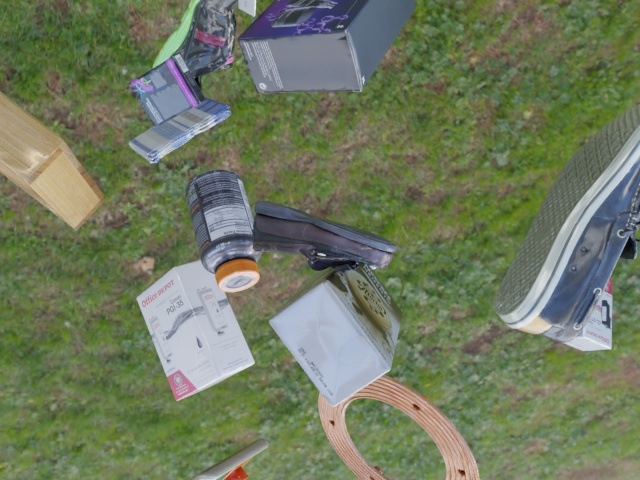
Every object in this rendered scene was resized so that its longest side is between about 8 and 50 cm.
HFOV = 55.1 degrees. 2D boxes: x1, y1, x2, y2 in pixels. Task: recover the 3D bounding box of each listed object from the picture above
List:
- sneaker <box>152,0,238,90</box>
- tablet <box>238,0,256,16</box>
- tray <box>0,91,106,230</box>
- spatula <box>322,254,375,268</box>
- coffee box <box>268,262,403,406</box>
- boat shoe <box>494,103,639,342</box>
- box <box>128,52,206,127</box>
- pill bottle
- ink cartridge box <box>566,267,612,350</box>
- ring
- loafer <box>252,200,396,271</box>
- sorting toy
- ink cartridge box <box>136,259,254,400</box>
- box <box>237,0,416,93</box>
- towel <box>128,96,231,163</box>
[{"bbox_3d":[-0.320,-0.629,1.858,0.202,0.185,0.483,37,130,-15],"label":"sneaker"},{"bbox_3d":[-0.158,-0.517,1.316,0.006,0.083,0.054,-11,125,-28],"label":"tablet"},{"bbox_3d":[-0.497,-0.189,0.845,0.076,0.410,0.203,-51,174,-15],"label":"tray"},{"bbox_3d":[0.000,0.000,1.218,0.241,0.019,0.168,14,157,7],"label":"spatula"},{"bbox_3d":[0.041,0.131,1.056,0.118,0.297,0.168,-36,92,15],"label":"coffee box"},{"bbox_3d":[0.514,-0.033,1.155,0.155,0.187,0.500,31,86,-8],"label":"boat shoe"},{"bbox_3d":[-0.347,-0.335,1.384,0.162,0.029,0.116,-17,111,33],"label":"box"},{"bbox_3d":[-0.198,-0.017,1.287,0.130,0.246,0.130,-15,153,-8],"label":"pill bottle"},{"bbox_3d":[0.626,0.162,1.455,0.127,0.175,0.072,22,158,-32],"label":"ink cartridge box"},{"bbox_3d":[0.138,0.370,1.129,0.032,0.336,0.337,-37,152,-41],"label":"ring"},{"bbox_3d":[-0.004,0.009,1.014,0.109,0.302,0.095,12,96,-47],"label":"loafer"},{"bbox_3d":[-0.176,0.386,0.922,0.196,0.047,0.347,-43,164,16],"label":"sorting toy"},{"bbox_3d":[-0.311,0.216,1.495,0.207,0.283,0.117,-34,167,39],"label":"ink cartridge box"},{"bbox_3d":[0.019,-0.342,0.962,0.184,0.261,0.103,8,138,26],"label":"box"},{"bbox_3d":[-0.418,-0.331,1.815,0.285,0.209,0.034,-37,127,-18],"label":"towel"}]
